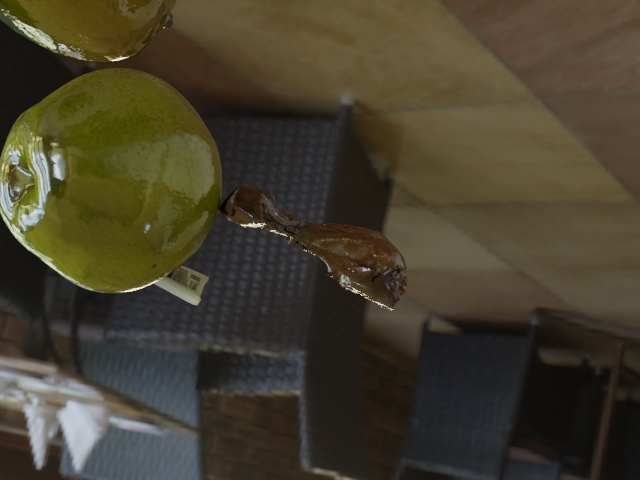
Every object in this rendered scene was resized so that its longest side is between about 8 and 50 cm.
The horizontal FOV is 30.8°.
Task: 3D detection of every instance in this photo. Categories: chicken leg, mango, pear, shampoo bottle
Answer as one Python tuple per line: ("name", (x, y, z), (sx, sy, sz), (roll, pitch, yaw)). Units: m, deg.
("chicken leg", (0.000, 0.000, 1.587), (0.304, 0.093, 0.113), (26, -173, -27))
("mango", (-0.194, -0.208, 0.754), (0.156, 0.114, 0.251), (33, 174, 39))
("pear", (-0.262, -0.076, 1.514), (0.294, 0.294, 0.294), (10, 165, 3))
("shampoo bottle", (-0.229, 0.042, 1.658), (0.141, 0.049, 0.034), (28, 144, -12))
